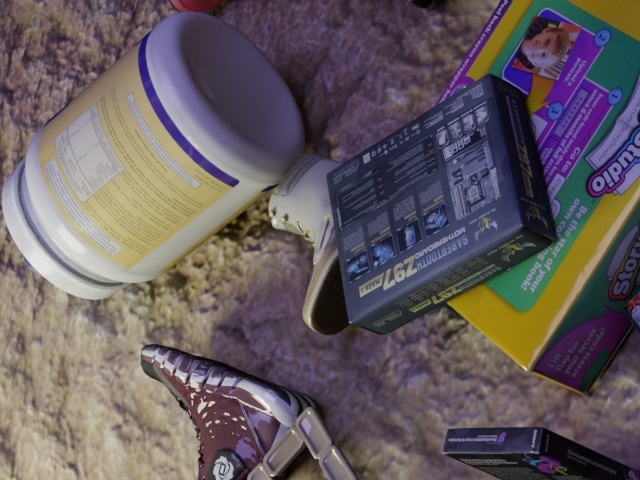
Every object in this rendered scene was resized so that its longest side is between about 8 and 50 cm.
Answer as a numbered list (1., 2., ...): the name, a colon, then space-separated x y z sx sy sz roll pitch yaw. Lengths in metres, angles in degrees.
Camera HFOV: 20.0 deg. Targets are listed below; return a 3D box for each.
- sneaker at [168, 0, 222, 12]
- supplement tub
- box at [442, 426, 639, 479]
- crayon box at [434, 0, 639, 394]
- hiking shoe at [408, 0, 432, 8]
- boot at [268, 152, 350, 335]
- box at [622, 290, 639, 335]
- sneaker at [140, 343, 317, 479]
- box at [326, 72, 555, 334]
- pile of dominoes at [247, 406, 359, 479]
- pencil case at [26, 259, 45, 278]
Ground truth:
1. sneaker: -0.085 -0.385 2.329 0.314 0.116 0.136 -41 47 25
2. supplement tub: -0.209 -0.097 2.221 0.331 0.241 0.241 -36 48 29
3. box: 0.209 0.208 1.688 0.116 0.162 0.029 -7 66 44
4. crayon box: 0.245 -0.079 1.836 0.363 0.106 0.313 -58 42 9
5. hiking shoe: 0.150 -0.329 2.086 0.304 0.113 0.132 25 120 43
6. boot: 0.000 0.000 2.079 0.165 0.077 0.213 11 74 48
7. box: 0.350 0.085 1.686 0.094 0.027 0.137 -48 50 27
8. sneaker: -0.135 0.222 2.094 0.281 0.106 0.163 15 86 48
9. box: 0.116 -0.034 1.825 0.232 0.059 0.183 -32 52 34
10. pile of dominoes: -0.006 0.333 1.930 0.196 0.040 0.251 -49 49 19
11. pencil case: -0.329 -0.010 2.440 0.152 0.064 0.070 -50 27 17
